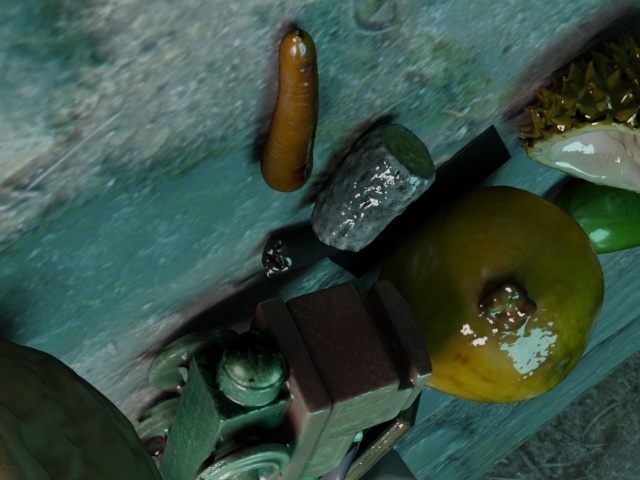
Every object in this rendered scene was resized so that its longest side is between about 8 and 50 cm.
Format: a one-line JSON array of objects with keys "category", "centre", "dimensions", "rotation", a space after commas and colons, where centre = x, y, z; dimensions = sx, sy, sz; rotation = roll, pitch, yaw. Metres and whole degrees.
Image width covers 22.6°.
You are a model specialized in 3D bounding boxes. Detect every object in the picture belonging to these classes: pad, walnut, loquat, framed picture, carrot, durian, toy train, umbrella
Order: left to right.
[{"category": "walnut", "centre": [-0.222, 0.186, 1.024], "dimensions": [0.248, 0.248, 0.248], "rotation": [-34, 163, -12]}, {"category": "toy train", "centre": [-0.042, 0.160, 1.408], "dimensions": [0.221, 0.150, 0.304], "rotation": [-15, 154, -23]}, {"category": "carrot", "centre": [-0.016, -0.085, 1.051], "dimensions": [0.037, 0.037, 0.190], "rotation": [-32, 161, -20]}, {"category": "umbrella", "centre": [-0.001, 0.001, 1.325], "dimensions": [0.036, 0.031, 0.133], "rotation": [-17, -179, 41]}, {"category": "framed picture", "centre": [0.023, 0.253, 1.902], "dimensions": [0.293, 0.018, 0.231], "rotation": [-47, -172, 23]}, {"category": "pad", "centre": [0.095, -0.032, 1.482], "dimensions": [0.190, 0.004, 0.127], "rotation": [-39, 164, 4]}, {"category": "loquat", "centre": [0.158, 0.054, 1.477], "dimensions": [0.213, 0.213, 0.246], "rotation": [-38, 180, 0]}, {"category": "durian", "centre": [0.279, -0.120, 1.419], "dimensions": [0.250, 0.183, 0.138], "rotation": [17, 87, -66]}]

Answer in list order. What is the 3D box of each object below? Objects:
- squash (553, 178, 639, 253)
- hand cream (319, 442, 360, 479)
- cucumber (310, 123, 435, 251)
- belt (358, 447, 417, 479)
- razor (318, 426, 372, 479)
[{"category": "squash", "centre": [0.379, -0.046, 1.873], "dimensions": [0.101, 0.101, 0.379], "rotation": [-48, 162, 31]}, {"category": "hand cream", "centre": [-0.009, 0.253, 1.831], "dimensions": [0.255, 0.048, 0.079], "rotation": [-28, -140, 68]}, {"category": "cucumber", "centre": [0.037, -0.038, 1.243], "dimensions": [0.064, 0.064, 0.112], "rotation": [-19, 158, -48]}, {"category": "belt", "centre": [-0.045, 0.439, 2.032], "dimensions": [0.436, 0.173, 0.300], "rotation": [-38, -172, -10]}, {"category": "razor", "centre": [-0.026, 0.191, 1.646], "dimensions": [0.327, 0.107, 0.189], "rotation": [-46, 166, 27]}]
